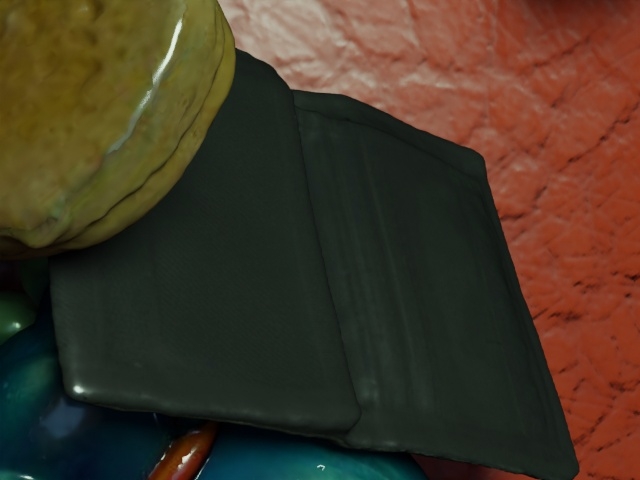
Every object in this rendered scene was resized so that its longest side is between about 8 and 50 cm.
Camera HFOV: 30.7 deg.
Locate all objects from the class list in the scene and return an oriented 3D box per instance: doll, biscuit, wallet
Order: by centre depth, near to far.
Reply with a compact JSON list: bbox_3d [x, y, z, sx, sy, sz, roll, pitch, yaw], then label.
[{"bbox_3d":[-0.230,-0.108,0.544,0.368,0.076,0.394,-42,65,4],"label":"biscuit"},{"bbox_3d":[-0.062,0.149,0.614,0.322,0.186,0.198,34,125,-15],"label":"doll"},{"bbox_3d":[0.000,0.000,0.618,0.323,0.041,0.247,18,45,-37],"label":"wallet"}]
